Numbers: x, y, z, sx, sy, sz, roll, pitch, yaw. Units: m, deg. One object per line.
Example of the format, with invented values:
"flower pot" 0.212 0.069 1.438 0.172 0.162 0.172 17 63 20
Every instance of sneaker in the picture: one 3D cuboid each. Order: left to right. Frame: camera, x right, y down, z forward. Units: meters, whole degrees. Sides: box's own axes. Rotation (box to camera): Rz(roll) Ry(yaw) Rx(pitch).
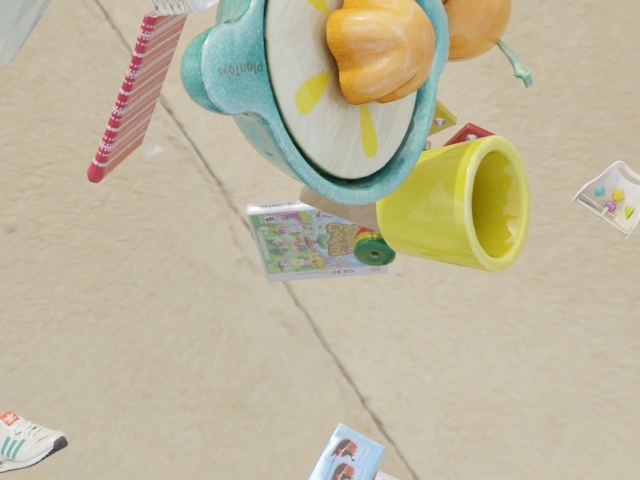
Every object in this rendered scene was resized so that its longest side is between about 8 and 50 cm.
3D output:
"sneaker" -0.413 0.271 1.575 0.057 0.161 0.075 -28 95 -46

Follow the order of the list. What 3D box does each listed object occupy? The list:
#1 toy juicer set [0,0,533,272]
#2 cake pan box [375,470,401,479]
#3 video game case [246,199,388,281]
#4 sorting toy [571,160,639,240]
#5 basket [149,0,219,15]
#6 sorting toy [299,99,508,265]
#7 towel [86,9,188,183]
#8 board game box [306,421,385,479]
"toy juicer set" 0.012 -0.118 0.496 0.090 0.329 0.209 0 76 38
"cake pan box" 0.163 0.433 1.436 0.267 0.070 0.245 18 134 27
"video game case" 0.000 0.000 1.724 0.193 0.212 0.023 -5 60 4
"sorting toy" 0.368 -0.056 1.412 0.083 0.045 0.075 37 110 13
"basket" -0.160 -0.382 1.536 0.167 0.103 0.113 -43 121 -39
"sorting toy" 0.070 -0.071 1.142 0.132 0.274 0.046 20 55 -17
"towel" -0.271 -0.230 1.705 0.031 0.199 0.274 25 115 0
"board game box" -0.028 0.233 0.712 0.039 0.160 0.211 25 65 9
